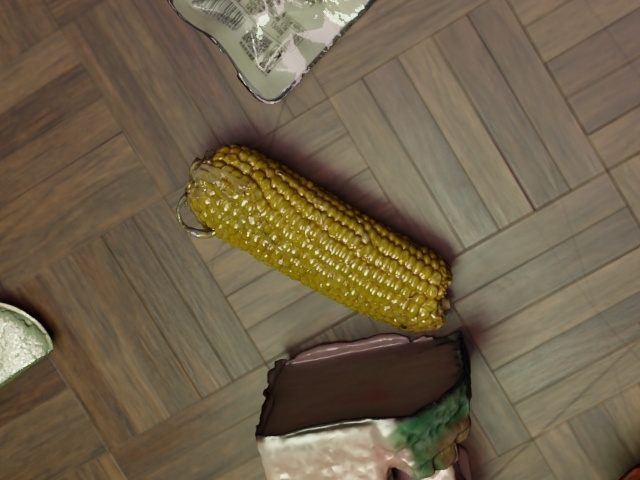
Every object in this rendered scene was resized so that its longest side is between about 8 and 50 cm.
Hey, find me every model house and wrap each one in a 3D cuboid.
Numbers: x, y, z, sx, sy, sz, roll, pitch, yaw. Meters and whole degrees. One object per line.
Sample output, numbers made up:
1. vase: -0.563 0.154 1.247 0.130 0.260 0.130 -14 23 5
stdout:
1. model house: 0.061 0.239 1.514 0.202 0.237 0.238 -9 104 5

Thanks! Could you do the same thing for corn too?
1. corn: 0.000 0.000 1.541 0.293 0.106 0.106 28 104 4

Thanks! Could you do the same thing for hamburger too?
1. hamburger: -0.343 0.110 1.650 0.121 0.054 0.084 -33 90 12

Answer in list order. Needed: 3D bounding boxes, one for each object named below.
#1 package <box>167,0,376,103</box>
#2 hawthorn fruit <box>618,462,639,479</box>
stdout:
1. package: -0.028 -0.261 1.530 0.166 0.040 0.232 41 97 -3
2. hawthorn fruit: 0.382 0.297 1.466 0.261 0.258 0.258 17 105 31
